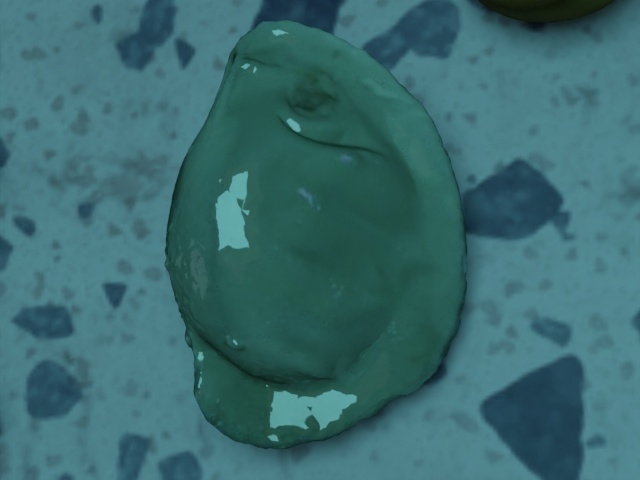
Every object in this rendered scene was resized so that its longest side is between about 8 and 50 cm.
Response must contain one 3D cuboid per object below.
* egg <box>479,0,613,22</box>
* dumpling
[{"bbox_3d":[0.121,-0.153,0.999,0.096,0.080,0.080,-28,71,16],"label":"egg"},{"bbox_3d":[-0.012,-0.002,0.983,0.108,0.152,0.219,10,92,58],"label":"dumpling"}]
